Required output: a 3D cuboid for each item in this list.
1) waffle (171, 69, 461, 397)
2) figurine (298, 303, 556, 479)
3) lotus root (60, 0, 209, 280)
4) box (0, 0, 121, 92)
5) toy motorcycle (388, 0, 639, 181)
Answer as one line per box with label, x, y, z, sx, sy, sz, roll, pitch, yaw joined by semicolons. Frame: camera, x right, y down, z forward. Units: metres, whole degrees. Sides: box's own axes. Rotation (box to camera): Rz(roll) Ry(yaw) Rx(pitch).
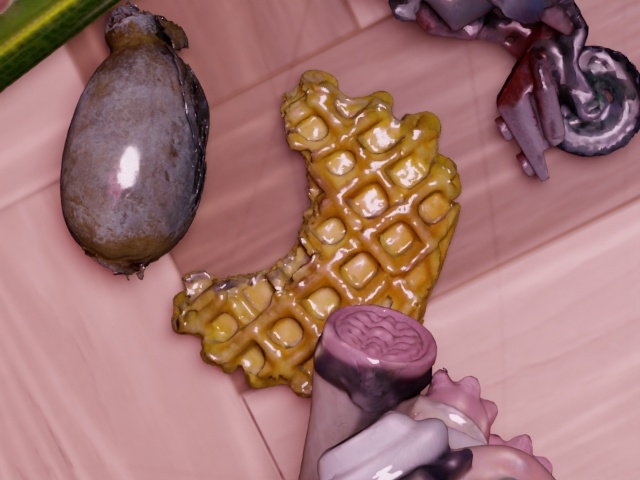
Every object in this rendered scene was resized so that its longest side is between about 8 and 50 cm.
waffle;0.000;0.001;1.137;0.149;0.051;0.194;18;95;3
figurine;0.068;0.207;0.987;0.253;0.361;0.211;35;100;-13
lotus root;-0.107;-0.059;1.132;0.088;0.088;0.165;8;84;5
box;-0.235;-0.135;1.132;0.345;0.097;0.134;-37;81;6
toy motorcycle;0.096;-0.128;1.105;0.122;0.082;0.213;-31;98;12
